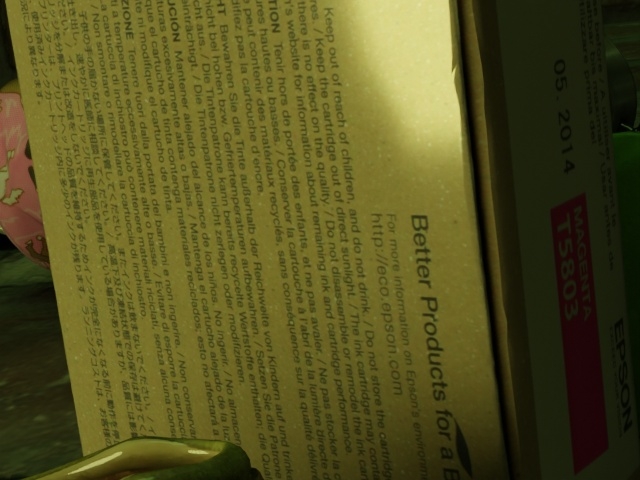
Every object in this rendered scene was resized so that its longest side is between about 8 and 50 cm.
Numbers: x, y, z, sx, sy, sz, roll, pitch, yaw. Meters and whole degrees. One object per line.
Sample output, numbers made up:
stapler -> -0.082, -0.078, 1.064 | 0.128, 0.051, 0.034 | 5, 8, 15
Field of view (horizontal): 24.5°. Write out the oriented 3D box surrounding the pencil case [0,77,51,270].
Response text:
pencil case -> -0.056, -0.046, 0.937 | 0.386, 0.167, 0.160 | 4, 15, 45

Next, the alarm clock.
alarm clock -> 0.208, -0.108, 1.216 | 0.192, 0.129, 0.064 | 24, 28, 29

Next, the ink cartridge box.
ink cartridge box -> 0.000, 0.000, 0.500 | 0.193, 0.234, 0.088 | 3, 16, 37

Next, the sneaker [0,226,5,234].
sneaker -> -0.283, -0.066, 1.276 | 0.321, 0.126, 0.127 | -1, 7, 19

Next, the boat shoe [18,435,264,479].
boat shoe -> -0.157, 0.112, 0.367 | 0.307, 0.104, 0.111 | -9, 12, -9

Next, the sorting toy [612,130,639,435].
sorting toy -> 0.153, 0.006, 0.655 | 0.126, 0.127, 0.365 | -14, 18, -42
